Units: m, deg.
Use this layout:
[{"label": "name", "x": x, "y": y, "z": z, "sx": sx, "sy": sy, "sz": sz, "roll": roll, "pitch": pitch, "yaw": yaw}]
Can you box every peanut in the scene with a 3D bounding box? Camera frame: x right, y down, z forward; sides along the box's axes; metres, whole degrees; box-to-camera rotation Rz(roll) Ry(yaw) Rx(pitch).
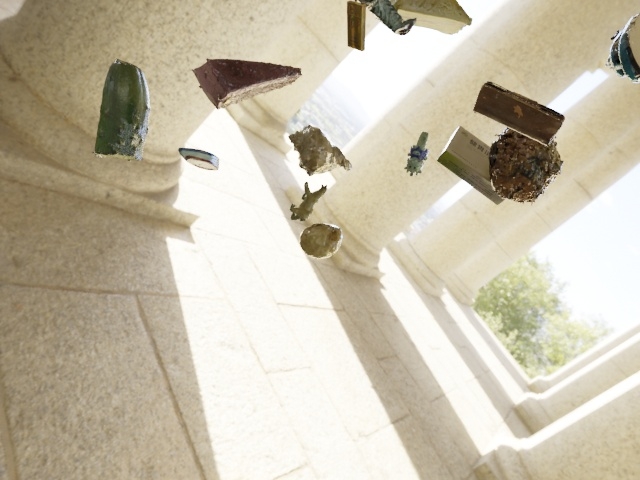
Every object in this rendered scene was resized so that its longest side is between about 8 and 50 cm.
[{"label": "peanut", "x": 0.000, "y": 0.000, "z": 1.512, "sx": 0.140, "sy": 0.159, "sz": 0.109, "roll": -67, "pitch": 152, "yaw": -51}]

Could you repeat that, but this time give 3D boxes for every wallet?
[{"label": "wallet", "x": 0.410, "y": -0.265, "z": 0.862, "sx": 0.176, "sy": 0.026, "sz": 0.095, "roll": 34, "pitch": -13, "yaw": 19}]

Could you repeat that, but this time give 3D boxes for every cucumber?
[{"label": "cucumber", "x": -0.621, "y": -0.417, "z": 1.313, "sx": 0.145, "sy": 0.325, "sz": 0.105, "roll": 8, "pitch": -2, "yaw": -15}]

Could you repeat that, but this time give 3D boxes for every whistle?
[{"label": "whistle", "x": 0.518, "y": -0.458, "z": 2.203, "sx": 0.110, "sy": 0.244, "sz": 0.092, "roll": 22, "pitch": 11, "yaw": 24}]

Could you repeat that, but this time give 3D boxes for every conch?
[{"label": "conch", "x": -0.019, "y": -0.388, "z": 1.881, "sx": 0.324, "sy": 0.186, "sz": 0.263, "roll": 41, "pitch": 10, "yaw": -28}]

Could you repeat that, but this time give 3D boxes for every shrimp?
[{"label": "shrimp", "x": 0.201, "y": -0.972, "z": 1.626, "sx": 0.410, "sy": 0.221, "sz": 0.166, "roll": 44, "pitch": -9, "yaw": -22}]

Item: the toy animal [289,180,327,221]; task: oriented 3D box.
[{"label": "toy animal", "x": -0.055, "y": -0.177, "z": 1.918, "sx": 0.101, "sy": 0.218, "sz": 0.103, "roll": 30, "pitch": -3, "yaw": 14}]

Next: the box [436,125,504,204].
[{"label": "box", "x": 0.542, "y": -0.260, "z": 1.421, "sx": 0.261, "sy": 0.062, "sz": 0.175, "roll": 36, "pitch": 52, "yaw": 2}]

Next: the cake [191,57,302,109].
[{"label": "cake", "x": -0.186, "y": -0.429, "z": 1.132, "sx": 0.295, "sy": 0.116, "sz": 0.112, "roll": -17, "pitch": 97, "yaw": -33}]

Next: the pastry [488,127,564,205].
[{"label": "pastry", "x": 0.631, "y": -0.242, "z": 1.246, "sx": 0.275, "sy": 0.274, "sz": 0.193, "roll": 36, "pitch": -16, "yaw": -35}]

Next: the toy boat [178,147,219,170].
[{"label": "toy boat", "x": -0.431, "y": -0.288, "z": 1.486, "sx": 0.045, "sy": 0.080, "sz": 0.229, "roll": 59, "pitch": 12, "yaw": 8}]

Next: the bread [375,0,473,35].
[{"label": "bread", "x": 0.489, "y": -1.009, "z": 1.889, "sx": 0.362, "sy": 0.244, "sz": 0.233, "roll": 35, "pitch": 5, "yaw": -20}]

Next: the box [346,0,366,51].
[{"label": "box", "x": 0.130, "y": -0.780, "z": 1.511, "sx": 0.089, "sy": 0.022, "sz": 0.156, "roll": 41, "pitch": -31, "yaw": 36}]

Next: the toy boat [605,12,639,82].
[{"label": "toy boat", "x": 0.812, "y": -0.496, "z": 1.099, "sx": 0.299, "sy": 0.092, "sz": 0.134, "roll": -43, "pitch": 106, "yaw": -35}]
